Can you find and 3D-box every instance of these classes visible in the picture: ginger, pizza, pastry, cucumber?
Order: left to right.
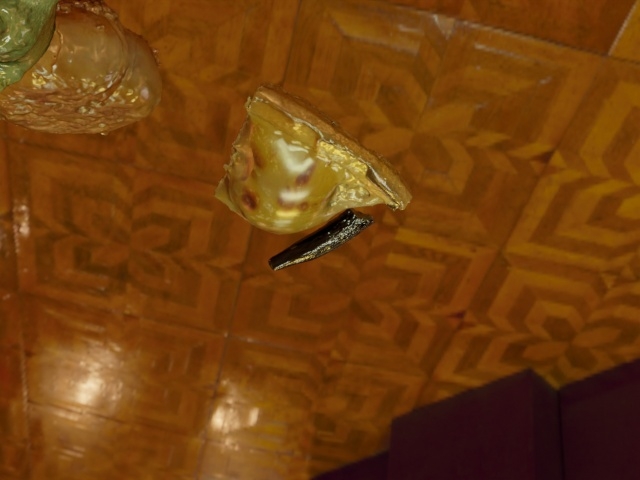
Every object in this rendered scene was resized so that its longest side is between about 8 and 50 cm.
[{"bbox_3d":[-0.276,-0.225,0.815,0.089,0.137,0.290,47,148,0],"label":"ginger"},{"bbox_3d":[-0.426,-0.301,1.559,0.284,0.184,0.315,-19,162,37],"label":"pastry"},{"bbox_3d":[-0.015,-0.054,0.990,0.204,0.081,0.188,27,140,-10],"label":"pizza"},{"bbox_3d":[0.001,0.002,1.085,0.135,0.033,0.034,-33,87,13],"label":"cucumber"}]
